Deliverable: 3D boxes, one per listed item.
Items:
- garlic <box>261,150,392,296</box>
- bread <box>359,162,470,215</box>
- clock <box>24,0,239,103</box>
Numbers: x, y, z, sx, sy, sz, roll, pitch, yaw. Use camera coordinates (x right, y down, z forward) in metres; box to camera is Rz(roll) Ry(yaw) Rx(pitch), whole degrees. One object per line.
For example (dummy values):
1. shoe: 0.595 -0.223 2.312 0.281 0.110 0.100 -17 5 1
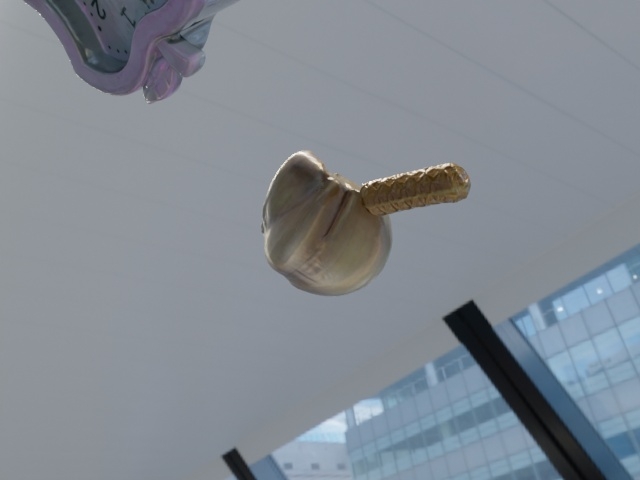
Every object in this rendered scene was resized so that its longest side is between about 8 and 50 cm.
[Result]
1. garlic: 0.000 0.000 1.005 0.217 0.110 0.228 27 -60 1
2. bread: 0.122 -0.066 0.843 0.157 0.052 0.044 -10 11 35
3. clock: -0.198 -0.308 0.623 0.102 0.338 0.338 -40 -13 -37
